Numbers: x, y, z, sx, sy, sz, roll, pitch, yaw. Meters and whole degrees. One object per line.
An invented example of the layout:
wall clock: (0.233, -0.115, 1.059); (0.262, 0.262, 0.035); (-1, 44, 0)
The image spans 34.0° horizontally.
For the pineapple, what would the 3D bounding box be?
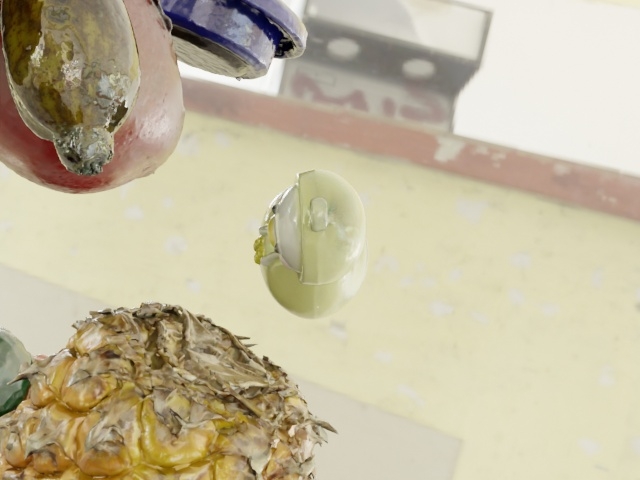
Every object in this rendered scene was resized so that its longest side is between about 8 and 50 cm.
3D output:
pineapple: (-0.162, 0.235, 1.042); (0.352, 0.300, 0.352); (29, 11, -6)

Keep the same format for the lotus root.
lotus root: (-0.204, -0.151, 0.860); (0.120, 0.210, 0.120); (-15, -14, -4)

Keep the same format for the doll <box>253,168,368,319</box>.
doll: (-0.012, 0.000, 1.016); (0.117, 0.141, 0.296); (1, -11, 4)

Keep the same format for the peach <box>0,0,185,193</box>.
peach: (-0.292, -0.166, 1.111); (0.257, 0.201, 0.362); (15, -38, 34)

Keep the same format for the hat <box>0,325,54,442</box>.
hat: (-0.347, 0.258, 1.441); (0.285, 0.285, 0.400); (17, -10, 36)

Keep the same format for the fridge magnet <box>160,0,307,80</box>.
fridge magnet: (-0.144, -0.276, 1.267); (0.265, 0.113, 0.265); (20, -5, 2)
